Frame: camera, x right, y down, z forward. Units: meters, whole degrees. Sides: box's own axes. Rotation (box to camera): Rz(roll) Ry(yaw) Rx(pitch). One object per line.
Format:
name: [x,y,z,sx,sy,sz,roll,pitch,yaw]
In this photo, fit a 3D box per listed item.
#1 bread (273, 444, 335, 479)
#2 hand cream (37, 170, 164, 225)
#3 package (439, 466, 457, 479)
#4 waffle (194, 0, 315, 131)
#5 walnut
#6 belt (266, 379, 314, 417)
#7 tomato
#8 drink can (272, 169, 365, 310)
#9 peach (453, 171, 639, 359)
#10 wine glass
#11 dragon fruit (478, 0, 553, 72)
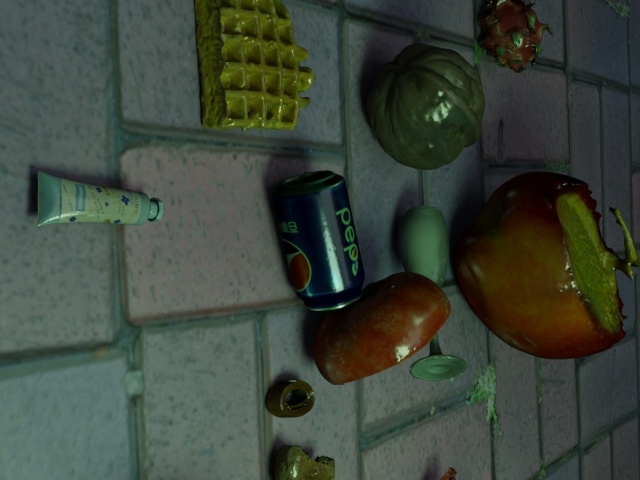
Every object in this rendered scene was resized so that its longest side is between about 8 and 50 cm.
bread: [-0.031,0.364,1.317,0.113,0.060,0.082,37,61,-43]
hand cream: [-0.269,-0.044,1.038,0.170,0.043,0.065,4,80,-47]
package: [0.193,0.586,1.562,0.223,0.108,0.288,-7,98,-50]
waffle: [-0.087,-0.274,1.261,0.219,0.057,0.229,-5,92,-52]
walnut: [0.191,-0.233,1.504,0.224,0.224,0.224,2,88,-52]
belt: [-0.047,0.245,1.319,0.083,0.036,0.059,0,83,-52]
tomato: [0.085,0.126,1.355,0.237,0.236,0.095,-41,104,-44]
drink can: [0.000,0.000,1.318,0.118,0.118,0.205,-30,112,-48]
peach: [0.445,0.052,1.736,0.406,0.310,0.335,50,47,-30]
wine glass: [0.162,0.130,1.573,0.096,0.264,0.310,9,56,-18]
dragon fruit: [0.414,-0.481,1.855,0.137,0.135,0.236,4,68,-46]
